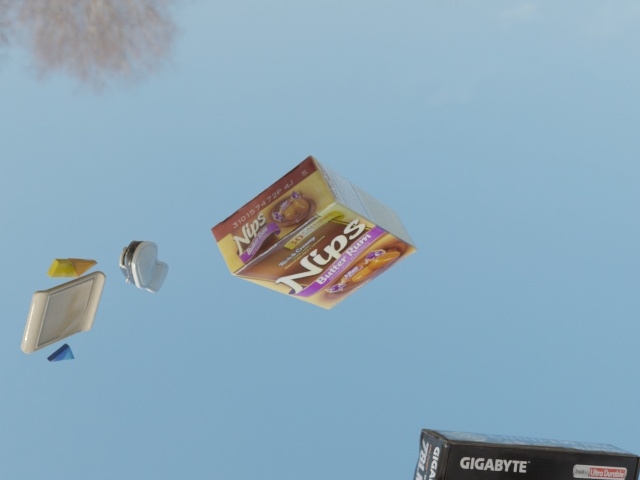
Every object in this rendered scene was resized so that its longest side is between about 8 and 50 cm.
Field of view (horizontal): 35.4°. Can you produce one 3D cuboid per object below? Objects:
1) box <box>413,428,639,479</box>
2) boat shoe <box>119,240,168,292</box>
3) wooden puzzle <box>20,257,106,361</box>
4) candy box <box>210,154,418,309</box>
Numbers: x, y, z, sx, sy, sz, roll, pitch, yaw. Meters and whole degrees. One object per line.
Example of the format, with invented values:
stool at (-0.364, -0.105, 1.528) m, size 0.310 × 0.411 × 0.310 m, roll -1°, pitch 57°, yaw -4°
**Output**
box at (0.238, 0.389, 1.226) m, size 0.295 × 0.293 × 0.073 m, roll 10°, pitch -179°, yaw -25°
boat shoe at (-0.183, 0.023, 1.007) m, size 0.038 × 0.125 × 0.046 m, roll 22°, pitch -98°, yaw 6°
wooden puzzle at (-0.222, 0.059, 0.864) m, size 0.014 × 0.116 × 0.078 m, roll 37°, pitch -155°, yaw 25°
candy box at (0.000, 0.000, 0.884) m, size 0.109 × 0.186 × 0.053 m, roll -35°, pitch -117°, yaw 15°
